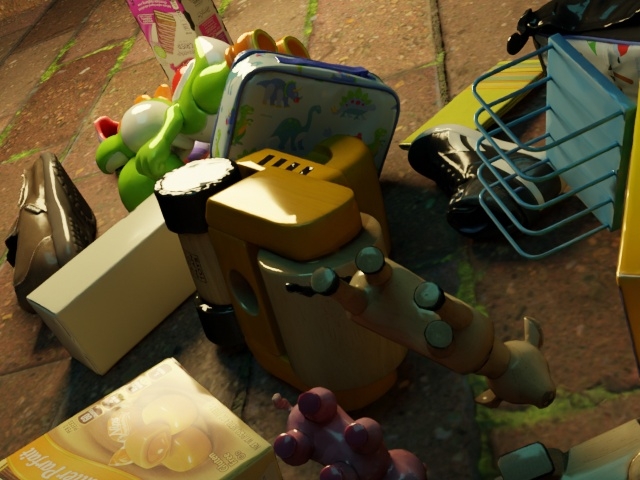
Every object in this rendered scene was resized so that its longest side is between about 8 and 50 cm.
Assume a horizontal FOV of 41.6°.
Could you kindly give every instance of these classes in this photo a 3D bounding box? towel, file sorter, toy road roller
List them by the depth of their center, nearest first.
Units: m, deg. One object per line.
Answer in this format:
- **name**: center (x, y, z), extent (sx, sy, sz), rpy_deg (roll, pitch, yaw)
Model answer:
- **file sorter**: center (0.214, -0.081, 0.802), extent (0.105, 0.170, 0.118), rpy_deg (-25, 51, -7)
- **toy road roller**: center (0.000, 0.000, 0.887), extent (0.241, 0.202, 0.330), rpy_deg (-30, 30, -26)
- **towel**: center (0.215, -0.180, 1.130), extent (0.237, 0.021, 0.102), rpy_deg (-40, 30, -30)

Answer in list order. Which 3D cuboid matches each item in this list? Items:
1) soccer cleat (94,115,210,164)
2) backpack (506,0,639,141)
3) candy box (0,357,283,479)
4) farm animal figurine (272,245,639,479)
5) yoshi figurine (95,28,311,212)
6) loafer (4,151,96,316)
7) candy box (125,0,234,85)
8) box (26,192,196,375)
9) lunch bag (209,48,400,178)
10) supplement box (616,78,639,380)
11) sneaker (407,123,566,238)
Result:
- **soccer cleat**: center (-0.285, -0.160, 1.395), extent (0.248, 0.095, 0.083), rpy_deg (8, 46, 42)
- **backpack**: center (0.394, -0.222, 0.909), extent (0.276, 0.213, 0.263), rpy_deg (-41, 27, -12)
- **candy box**: center (-0.206, 0.247, 0.719), extent (0.317, 0.087, 0.183), rpy_deg (-30, 35, -27)
- **farm animal figurine**: center (0.144, 0.157, 0.556), extent (0.327, 0.172, 0.330), rpy_deg (-10, 72, 19)
- **yoshi figurine**: center (-0.170, -0.141, 1.206), extent (0.362, 0.203, 0.203), rpy_deg (-26, 34, 30)
- **loafer**: center (-0.415, -0.018, 1.249), extent (0.130, 0.133, 0.366), rpy_deg (-29, 32, -4)
- **candy box**: center (-0.246, -0.374, 1.540), extent (0.159, 0.233, 0.071), rpy_deg (9, 47, 44)
- **box**: center (-0.220, 0.031, 1.069), extent (0.275, 0.113, 0.094), rpy_deg (-42, 35, -25)
- **lunch bag**: center (-0.018, -0.141, 1.050), extent (0.219, 0.176, 0.090), rpy_deg (4, 27, -23)
- **supplement box**: center (0.362, -0.027, 0.666), extent (0.195, 0.194, 0.356), rpy_deg (-5, 38, 29)
- **sneaker**: center (0.159, -0.066, 0.968), extent (0.217, 0.079, 0.121), rpy_deg (17, 50, 45)
